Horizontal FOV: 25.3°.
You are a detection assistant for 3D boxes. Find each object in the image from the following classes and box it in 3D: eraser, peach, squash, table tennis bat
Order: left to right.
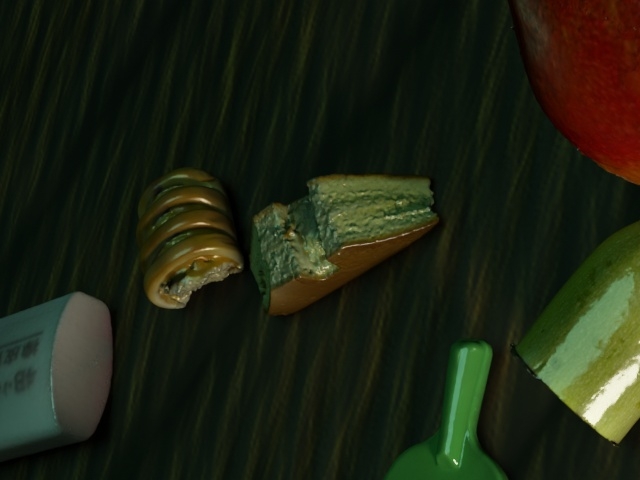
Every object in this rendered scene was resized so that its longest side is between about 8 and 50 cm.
[{"bbox_3d":[-0.370,0.175,1.706,0.270,0.095,0.174,-18,59,37],"label":"eraser"},{"bbox_3d":[0.115,0.214,1.274,0.160,0.039,0.257,5,82,45],"label":"table tennis bat"},{"bbox_3d":[0.250,0.059,1.154,0.186,0.123,0.123,-54,45,6],"label":"squash"},{"bbox_3d":[0.287,-0.223,1.111,0.290,0.372,0.372,-16,57,1],"label":"peach"}]

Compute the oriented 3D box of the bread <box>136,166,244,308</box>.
[{"bbox_3d":[-0.153,-0.004,1.583,0.119,0.084,0.177,-37,47,26],"label":"bread"}]

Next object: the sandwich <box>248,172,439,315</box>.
[{"bbox_3d":[0.000,0.000,1.430,0.244,0.088,0.090,-29,59,31],"label":"sandwich"}]
